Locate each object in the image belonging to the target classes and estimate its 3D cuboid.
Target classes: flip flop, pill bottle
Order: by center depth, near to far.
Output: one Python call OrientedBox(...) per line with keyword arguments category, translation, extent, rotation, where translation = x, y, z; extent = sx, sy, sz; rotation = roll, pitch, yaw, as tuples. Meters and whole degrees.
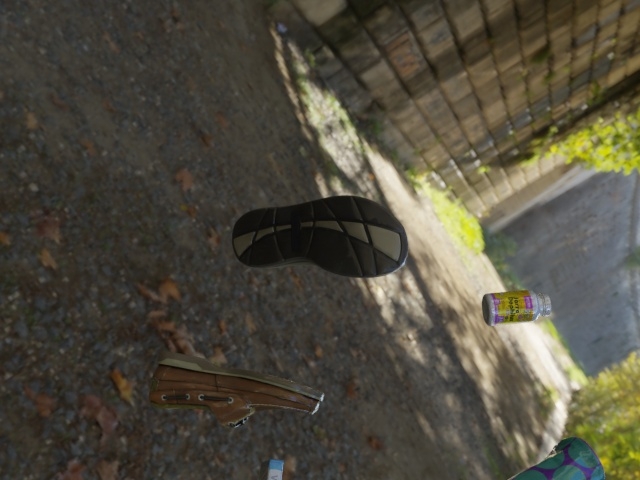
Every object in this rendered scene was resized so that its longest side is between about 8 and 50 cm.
OrientedBox(category="pill bottle", translation=(0.257, 0.088, 1.022), extent=(0.043, 0.083, 0.044), rotation=(175, -90, -87))
OrientedBox(category="flip flop", translation=(0.000, 0.000, 1.100), extent=(0.080, 0.277, 0.112), rotation=(14, 76, -57))

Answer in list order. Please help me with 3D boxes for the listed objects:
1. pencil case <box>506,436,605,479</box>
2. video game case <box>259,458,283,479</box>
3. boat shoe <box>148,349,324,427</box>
OrientedBox(category="pencil case", translation=(0.242, 0.284, 0.879), extent=(0.070, 0.151, 0.065), rotation=(45, -25, 51))
OrientedBox(category="video game case", translation=(-0.056, 0.296, 0.739), extent=(0.119, 0.015, 0.166), rotation=(114, -18, -71))
OrientedBox(category="boat shoe", translation=(-0.149, 0.276, 1.363), extent=(0.111, 0.307, 0.105), rotation=(60, 41, -70))
